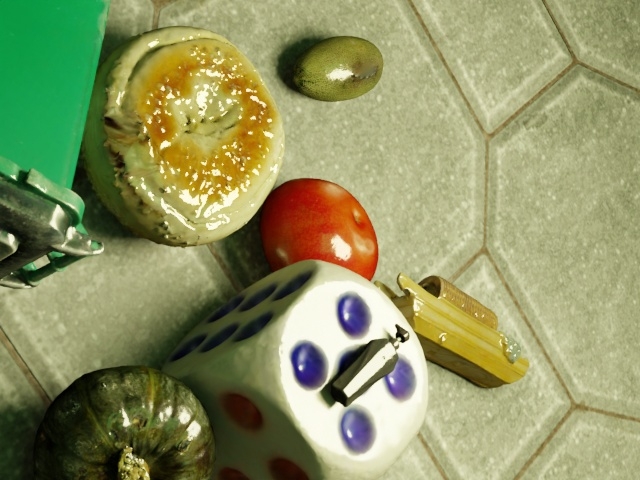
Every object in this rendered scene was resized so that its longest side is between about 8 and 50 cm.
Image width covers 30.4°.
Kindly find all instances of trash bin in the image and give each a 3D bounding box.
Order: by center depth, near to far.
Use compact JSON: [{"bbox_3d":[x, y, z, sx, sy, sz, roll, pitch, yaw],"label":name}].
[{"bbox_3d":[-0.377,-0.159,1.362,0.295,0.259,0.381,29,60,-30],"label":"trash bin"}]

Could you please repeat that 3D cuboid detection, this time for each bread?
[{"bbox_3d":[-0.192,-0.135,1.561,0.305,0.158,0.306,11,74,-40],"label":"bread"}]

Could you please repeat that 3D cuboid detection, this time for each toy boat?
[{"bbox_3d":[0.212,0.135,1.858,0.310,0.089,0.115,28,60,-30],"label":"toy boat"}]

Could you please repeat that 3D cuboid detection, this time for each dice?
[{"bbox_3d":[-0.036,0.194,1.537,0.243,0.259,0.251,-45,106,-38],"label":"dice"}]

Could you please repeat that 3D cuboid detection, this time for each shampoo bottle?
[{"bbox_3d":[0.064,0.152,1.445,0.137,0.027,0.048,-38,101,-37],"label":"shampoo bottle"}]

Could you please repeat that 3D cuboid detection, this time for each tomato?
[{"bbox_3d":[0.000,0.000,1.673,0.195,0.136,0.195,43,31,-34],"label":"tomato"}]

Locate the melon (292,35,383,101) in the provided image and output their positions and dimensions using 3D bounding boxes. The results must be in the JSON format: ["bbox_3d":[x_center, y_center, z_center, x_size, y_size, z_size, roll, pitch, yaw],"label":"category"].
[{"bbox_3d":[0.027,-0.263,1.807,0.162,0.099,0.099,-17,89,-39],"label":"melon"}]

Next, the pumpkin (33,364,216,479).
[{"bbox_3d":[-0.232,0.257,1.409,0.223,0.157,0.224,-6,110,-17],"label":"pumpkin"}]
